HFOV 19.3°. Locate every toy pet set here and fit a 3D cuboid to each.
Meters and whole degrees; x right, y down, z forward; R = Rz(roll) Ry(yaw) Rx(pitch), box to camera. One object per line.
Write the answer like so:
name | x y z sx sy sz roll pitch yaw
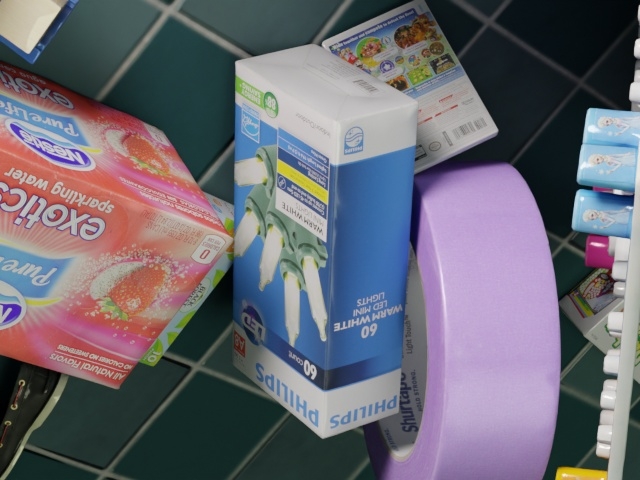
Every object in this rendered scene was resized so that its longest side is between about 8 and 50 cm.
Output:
toy pet set | -0.213 -0.180 1.233 0.114 0.065 0.122 36 103 -9

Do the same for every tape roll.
tape roll | 0.099 0.075 1.461 0.090 0.275 0.274 -1 128 -13

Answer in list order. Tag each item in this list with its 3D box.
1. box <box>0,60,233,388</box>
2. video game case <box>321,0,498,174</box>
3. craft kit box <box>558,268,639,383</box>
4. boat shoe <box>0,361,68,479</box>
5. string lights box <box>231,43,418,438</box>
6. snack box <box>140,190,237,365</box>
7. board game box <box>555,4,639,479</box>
box | -0.232 -0.027 1.273 0.300 0.142 0.154 23 113 -42
video game case | 0.066 -0.114 1.407 0.087 0.122 0.011 -26 166 -11
craft kit box | 0.380 0.041 1.775 0.246 0.061 0.250 -42 136 11
boat shoe | -0.245 0.146 1.487 0.042 0.049 0.133 26 120 -13
string lights box | 0.000 0.000 1.406 0.077 0.133 0.259 -16 122 -31
snack box | -0.130 0.023 1.453 0.100 0.037 0.141 24 110 -44
board game box | 0.223 -0.029 1.419 0.050 0.390 0.390 5 132 9
